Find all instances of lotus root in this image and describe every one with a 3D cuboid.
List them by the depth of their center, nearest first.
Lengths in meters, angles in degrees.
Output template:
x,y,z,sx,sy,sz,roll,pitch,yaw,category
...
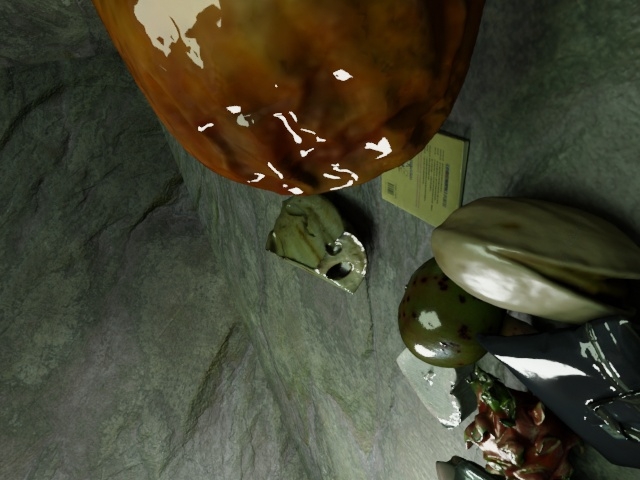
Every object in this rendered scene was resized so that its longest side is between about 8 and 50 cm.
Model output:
x,y,z,sx,sy,sz,roll,pitch,yaw,category
0.003,0.004,1.063,0.210,0.142,0.314,-62,35,9,lotus root

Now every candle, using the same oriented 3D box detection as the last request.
x,y,z,sx,sy,sz,roll,pitch,yaw,category
0.224,0.255,0.867,0.169,0.068,0.192,19,124,55,candle

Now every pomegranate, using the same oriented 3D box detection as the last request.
x,y,z,sx,sy,sz,roll,pitch,yaw,category
0.218,0.120,0.680,0.210,0.179,0.179,39,156,-8,pomegranate

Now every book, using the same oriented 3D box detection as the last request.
x,y,z,sx,sy,sz,roll,pitch,yaw,category
0.168,-0.115,0.760,0.192,0.013,0.167,39,142,48,book

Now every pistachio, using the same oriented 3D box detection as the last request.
x,y,z,sx,sy,sz,roll,pitch,yaw,category
0.248,0.021,0.527,0.238,0.153,0.137,17,107,27,pistachio

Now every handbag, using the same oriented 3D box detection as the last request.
x,y,z,sx,sy,sz,roll,pitch,yaw,category
0.335,0.176,0.502,0.254,0.088,0.211,40,155,-4,handbag

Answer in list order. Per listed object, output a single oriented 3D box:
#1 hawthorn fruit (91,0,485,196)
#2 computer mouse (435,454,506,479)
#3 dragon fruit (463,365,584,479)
x,y,z,sx,sy,sz,roll,pitch,yaw,category
-0.015,-0.277,0.500,0.472,0.472,0.471,44,145,42,hawthorn fruit
0.333,0.453,0.653,0.389,0.114,0.199,16,167,47,computer mouse
0.276,0.264,0.649,0.236,0.135,0.137,45,156,-13,dragon fruit
